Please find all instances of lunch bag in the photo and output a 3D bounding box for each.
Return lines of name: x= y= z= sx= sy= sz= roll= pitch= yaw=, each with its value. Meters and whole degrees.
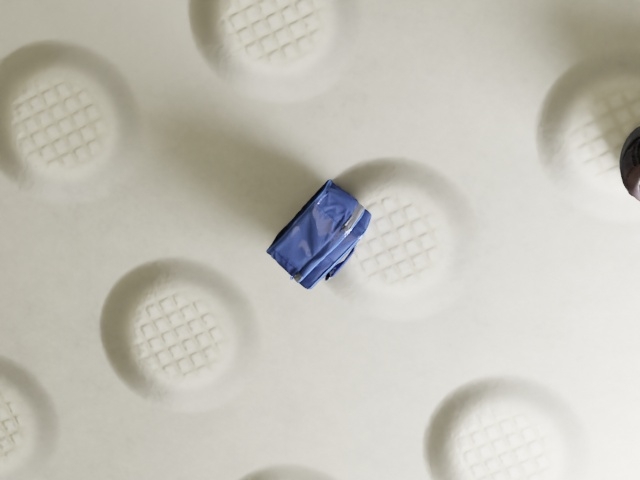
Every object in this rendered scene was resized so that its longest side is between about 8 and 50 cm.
lunch bag: x=0.000 y=0.000 z=1.790 sx=0.065 sy=0.067 sz=0.098 roll=41 pitch=112 yaw=-4

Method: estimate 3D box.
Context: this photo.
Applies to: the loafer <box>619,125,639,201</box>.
loafer: x=0.414 y=-0.046 z=1.677 sx=0.302 sy=0.095 sz=0.109 roll=4 pitch=110 yaw=10
